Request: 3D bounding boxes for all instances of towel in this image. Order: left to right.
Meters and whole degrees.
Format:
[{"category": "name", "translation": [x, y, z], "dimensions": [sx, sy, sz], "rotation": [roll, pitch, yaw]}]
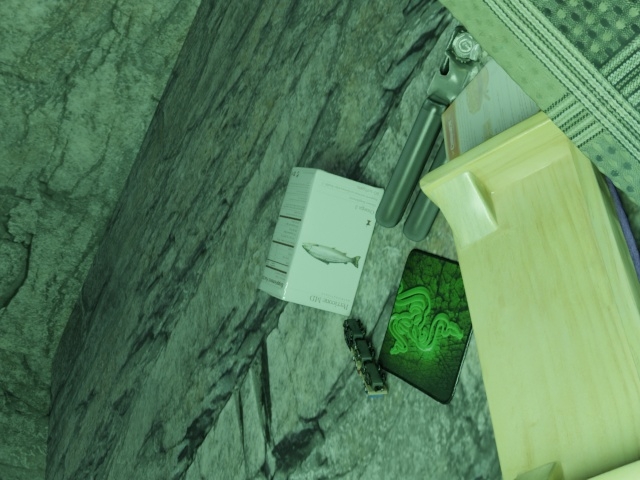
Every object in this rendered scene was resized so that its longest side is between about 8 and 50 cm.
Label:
[{"category": "towel", "translation": [0.238, -0.159, 0.680], "dimensions": [0.056, 0.324, 0.312], "rotation": [-44, -1, -24]}]

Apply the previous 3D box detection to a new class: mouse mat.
[{"category": "mouse mat", "translation": [0.123, 0.093, 1.158], "dimensions": [0.190, 0.007, 0.152], "rotation": [19, 93, 68]}]

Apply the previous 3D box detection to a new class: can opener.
[{"category": "can opener", "translation": [0.152, -0.139, 1.189], "dimensions": [0.283, 0.076, 0.095], "rotation": [-67, -9, 19]}]

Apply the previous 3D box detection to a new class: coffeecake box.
[{"category": "coffeecake box", "translation": [0.204, -0.123, 1.027], "dimensions": [0.185, 0.068, 0.142], "rotation": [-49, 33, 46]}]

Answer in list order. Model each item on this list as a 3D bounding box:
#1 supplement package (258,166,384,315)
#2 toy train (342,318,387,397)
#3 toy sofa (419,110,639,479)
[{"category": "supplement package", "translation": [0.000, 0.000, 1.377], "dimensions": [0.105, 0.105, 0.179], "rotation": [14, 89, 68]}, {"category": "toy train", "translation": [0.053, 0.147, 1.252], "dimensions": [0.158, 0.027, 0.036], "rotation": [-113, 25, -62]}, {"category": "toy sofa", "translation": [0.209, 0.083, 0.823], "dimensions": [0.150, 0.177, 0.362], "rotation": [-30, 44, 26]}]
